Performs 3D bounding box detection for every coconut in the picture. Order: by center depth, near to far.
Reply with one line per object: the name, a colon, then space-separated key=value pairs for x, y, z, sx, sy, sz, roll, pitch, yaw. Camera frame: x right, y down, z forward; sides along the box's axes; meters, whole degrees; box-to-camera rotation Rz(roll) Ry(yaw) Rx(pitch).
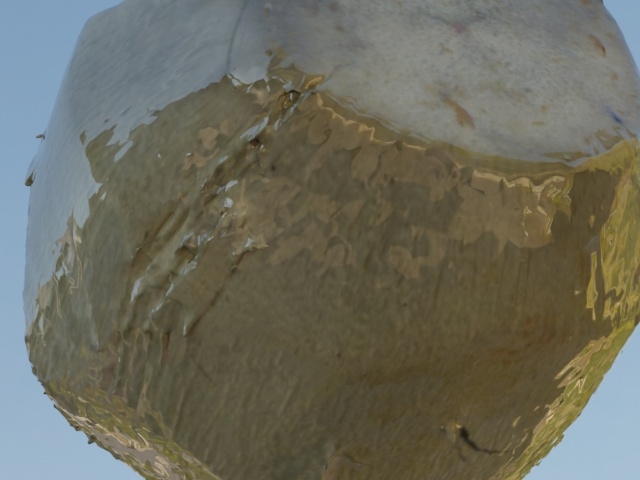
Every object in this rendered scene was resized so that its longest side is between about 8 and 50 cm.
coconut: x=0.000 y=0.000 z=0.984 sx=0.346 sy=0.346 sz=0.360 roll=6 pitch=-43 yaw=-22
